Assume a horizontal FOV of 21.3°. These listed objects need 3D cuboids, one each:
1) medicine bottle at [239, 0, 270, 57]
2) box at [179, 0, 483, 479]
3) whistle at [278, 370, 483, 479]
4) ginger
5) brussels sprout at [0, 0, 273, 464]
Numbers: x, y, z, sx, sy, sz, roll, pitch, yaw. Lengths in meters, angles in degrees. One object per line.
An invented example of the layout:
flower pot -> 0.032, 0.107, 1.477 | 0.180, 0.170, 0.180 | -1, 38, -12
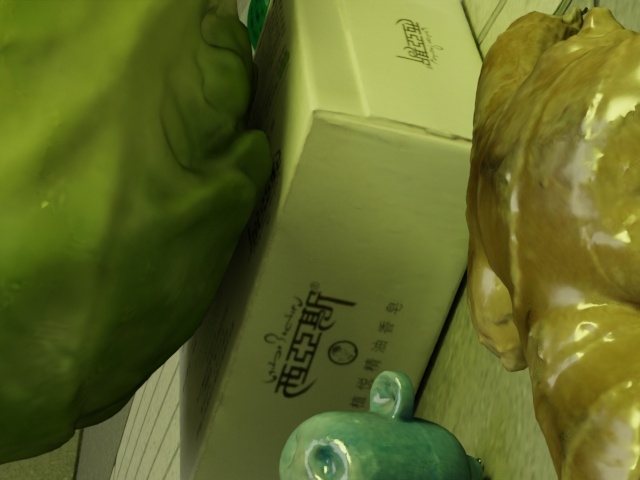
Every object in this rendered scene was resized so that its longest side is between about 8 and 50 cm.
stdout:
medicine bottle -> 0.006, -0.156, 1.107 | 0.260, 0.095, 0.095 | 142, 139, -71
box -> 0.000, 0.000, 0.928 | 0.194, 0.111, 0.260 | -97, 25, -56
whistle -> 0.011, 0.189, 0.726 | 0.180, 0.093, 0.269 | 6, 85, 56
ginger -> 0.092, -0.015, 0.600 | 0.334, 0.081, 0.148 | -106, 14, -69
brussels sprout -> -0.149, -0.041, 0.851 | 0.328, 0.247, 0.328 | -45, 32, 39
